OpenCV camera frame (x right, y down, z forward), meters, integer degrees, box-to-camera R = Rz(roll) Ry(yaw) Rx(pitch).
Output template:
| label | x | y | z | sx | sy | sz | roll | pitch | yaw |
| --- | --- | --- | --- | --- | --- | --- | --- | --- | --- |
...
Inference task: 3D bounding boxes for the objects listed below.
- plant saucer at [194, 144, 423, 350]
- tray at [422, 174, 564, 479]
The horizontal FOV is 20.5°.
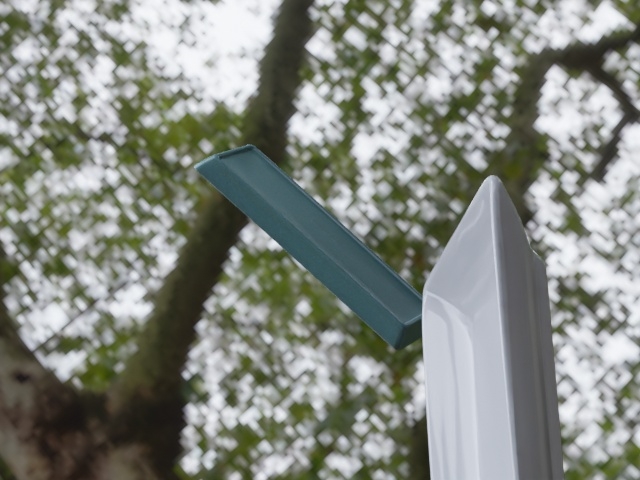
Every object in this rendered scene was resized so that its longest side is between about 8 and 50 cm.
| label | x | y | z | sx | sy | sz | roll | pitch | yaw |
| --- | --- | --- | --- | --- | --- | --- | --- | --- | --- |
| plant saucer | 0.000 | 0.000 | 1.213 | 0.018 | 0.192 | 0.067 | -54 | -15 | 26 |
| tray | 0.076 | 0.122 | 0.728 | 0.030 | 0.270 | 0.145 | 1 | -21 | -8 |
